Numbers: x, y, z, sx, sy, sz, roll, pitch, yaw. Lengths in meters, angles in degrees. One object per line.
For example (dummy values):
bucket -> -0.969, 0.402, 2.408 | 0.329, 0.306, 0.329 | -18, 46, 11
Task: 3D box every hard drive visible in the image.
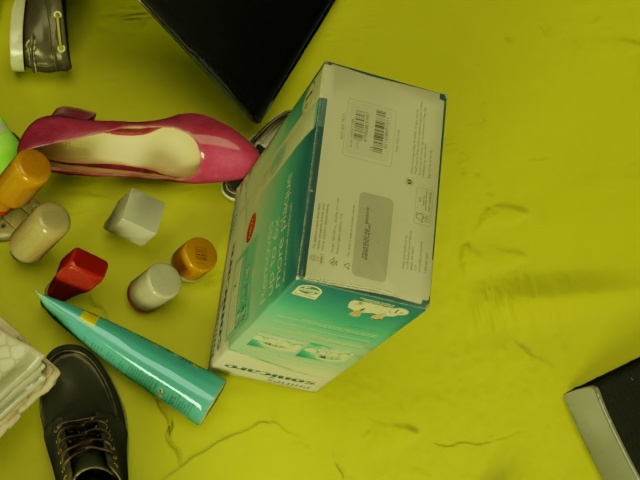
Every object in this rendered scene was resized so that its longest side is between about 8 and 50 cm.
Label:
hard drive -> 0.385, 0.235, 1.261 | 0.172, 0.054, 0.254 | -22, 72, -17

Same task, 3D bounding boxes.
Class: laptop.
laptop -> -0.193, -0.383, 1.397 | 0.408, 0.236, 0.382 | 14, 54, 20

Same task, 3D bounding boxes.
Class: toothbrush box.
toothbrush box -> 0.000, 0.000, 1.165 | 0.126, 0.295, 0.216 | 14, 66, -14

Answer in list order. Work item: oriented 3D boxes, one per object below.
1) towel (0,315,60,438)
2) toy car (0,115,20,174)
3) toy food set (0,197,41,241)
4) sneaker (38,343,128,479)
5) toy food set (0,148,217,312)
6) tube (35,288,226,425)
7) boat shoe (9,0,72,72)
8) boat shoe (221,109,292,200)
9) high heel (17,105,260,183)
towel -> -0.468, 0.143, 1.135 | 0.317, 0.053, 0.332 | 33, 61, 20
toy car -> -0.399, -0.154, 1.304 | 0.239, 0.053, 0.225 | -41, 76, -22
toy food set -> -0.358, -0.015, 1.273 | 0.078, 0.019, 0.122 | 33, 66, 6
sneaker -> -0.219, 0.189, 1.152 | 0.083, 0.118, 0.222 | -13, 69, -14
toy food set -> -0.234, 0.009, 1.255 | 0.232, 0.104, 0.111 | 25, 57, -23
tube -> -0.196, 0.112, 1.218 | 0.207, 0.080, 0.052 | 31, 68, 0
boat shoe -> -0.306, -0.294, 1.371 | 0.069, 0.081, 0.227 | 4, 74, -7
boat shoe -> -0.064, -0.096, 1.343 | 0.046, 0.038, 0.125 | 41, 67, 8
high heel -> -0.189, -0.090, 1.272 | 0.244, 0.082, 0.117 | 15, 28, 2
